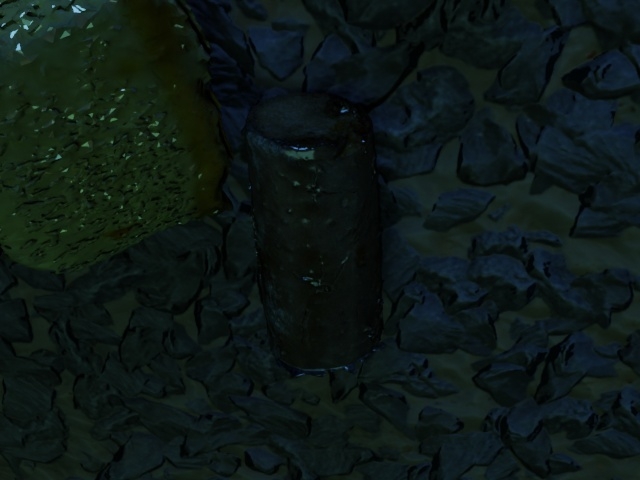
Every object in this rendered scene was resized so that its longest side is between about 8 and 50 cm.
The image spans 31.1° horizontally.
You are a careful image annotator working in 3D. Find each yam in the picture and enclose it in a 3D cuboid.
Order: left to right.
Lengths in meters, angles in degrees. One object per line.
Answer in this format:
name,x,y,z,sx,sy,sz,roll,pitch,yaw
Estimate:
yam,0.000,-0.001,1.081,0.131,0.131,0.279,2,129,8

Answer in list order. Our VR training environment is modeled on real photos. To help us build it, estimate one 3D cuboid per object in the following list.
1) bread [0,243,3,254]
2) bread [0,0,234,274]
bread,-0.357,-0.047,1.047,0.110,0.210,0.192,-4,129,7
bread,-0.232,-0.153,0.959,0.248,0.279,0.315,-29,159,-12
